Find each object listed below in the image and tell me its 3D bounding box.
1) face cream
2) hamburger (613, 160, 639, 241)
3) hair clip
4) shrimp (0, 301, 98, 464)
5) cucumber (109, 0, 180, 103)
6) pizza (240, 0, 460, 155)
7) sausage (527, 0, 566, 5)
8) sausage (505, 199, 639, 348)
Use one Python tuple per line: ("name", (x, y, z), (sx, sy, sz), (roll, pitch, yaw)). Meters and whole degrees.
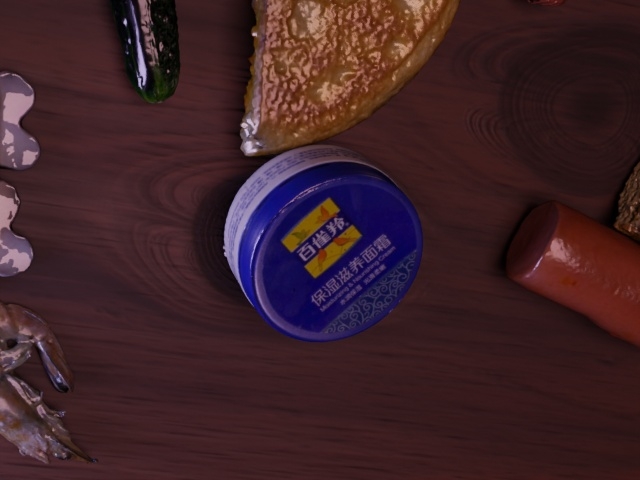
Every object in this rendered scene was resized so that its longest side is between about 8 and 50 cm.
("face cream", (0.000, 0.000, 1.674), (0.206, 0.111, 0.206), (-12, 120, -21))
("hamburger", (0.493, -0.086, 1.831), (0.156, 0.144, 0.283), (37, 84, -20))
("hair clip", (-0.366, -0.060, 1.590), (0.146, 0.075, 0.257), (2, 91, -21))
("shrimp", (-0.315, 0.157, 1.653), (0.223, 0.047, 0.126), (45, 73, -18))
("cucumber", (-0.190, -0.265, 1.613), (0.074, 0.074, 0.241), (-15, 104, -16))
("pizza", (0.039, -0.222, 1.688), (0.258, 0.087, 0.268), (2, 99, -20))
("sausage", (0.274, -0.336, 1.756), (0.076, 0.076, 0.141), (19, 91, -20))
("sausage", (0.352, 0.051, 1.824), (0.259, 0.113, 0.113), (27, 89, -20))
